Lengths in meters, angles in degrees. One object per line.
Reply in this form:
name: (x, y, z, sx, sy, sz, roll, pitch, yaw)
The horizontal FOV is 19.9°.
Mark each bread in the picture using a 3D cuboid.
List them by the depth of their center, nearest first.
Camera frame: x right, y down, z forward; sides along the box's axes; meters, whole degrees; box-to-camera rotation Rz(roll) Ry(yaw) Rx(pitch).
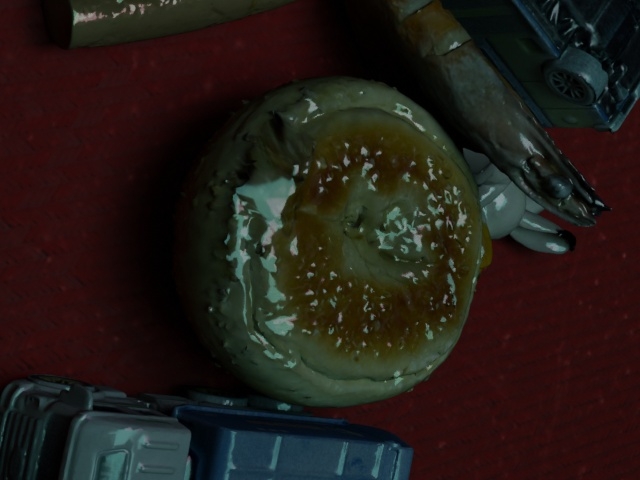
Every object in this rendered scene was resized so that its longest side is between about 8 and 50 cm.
bread: (0.000, 0.000, 1.571, 0.305, 0.159, 0.305, -3, 95, -38)

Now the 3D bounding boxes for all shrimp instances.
shrimp: (0.128, -0.116, 1.606, 0.062, 0.164, 0.317, -40, 75, -14)

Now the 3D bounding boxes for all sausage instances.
sausage: (-0.096, -0.214, 1.546, 0.301, 0.066, 0.066, -19, 104, -33)

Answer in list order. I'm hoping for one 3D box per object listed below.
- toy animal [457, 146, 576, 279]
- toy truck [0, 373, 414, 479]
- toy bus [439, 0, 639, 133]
toy animal: (0.176, -0.035, 1.734, 0.127, 0.131, 0.182, -17, 138, -2)
toy truck: (-0.088, 0.199, 1.513, 0.367, 0.175, 0.146, 8, 91, -36)
toy bus: (0.169, -0.249, 1.661, 0.312, 0.190, 0.152, 47, 67, -30)
